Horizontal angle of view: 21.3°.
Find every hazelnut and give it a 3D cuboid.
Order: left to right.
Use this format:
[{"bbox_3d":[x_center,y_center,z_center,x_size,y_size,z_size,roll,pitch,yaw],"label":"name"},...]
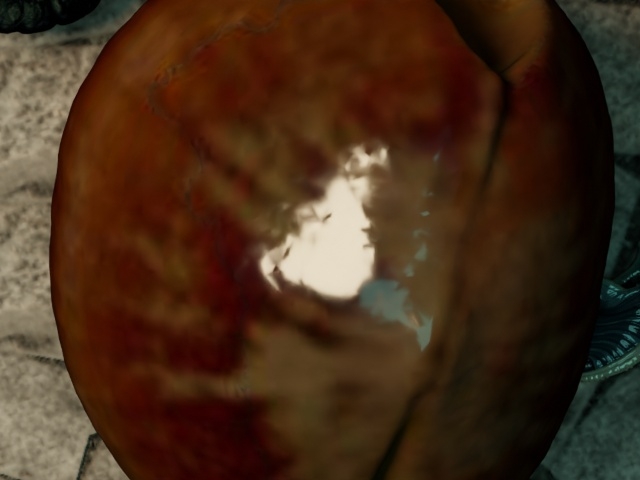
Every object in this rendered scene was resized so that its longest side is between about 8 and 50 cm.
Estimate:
[{"bbox_3d":[0.000,0.000,1.114,0.402,0.402,0.429,18,106,-4],"label":"hazelnut"}]

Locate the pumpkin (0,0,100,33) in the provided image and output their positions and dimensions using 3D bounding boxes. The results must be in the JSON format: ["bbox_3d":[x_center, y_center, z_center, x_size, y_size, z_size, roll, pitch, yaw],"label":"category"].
[{"bbox_3d":[-0.208,-0.233,1.158,0.194,0.150,0.194,-4,98,-27],"label":"pumpkin"}]

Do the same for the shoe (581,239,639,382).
[{"bbox_3d":[0.226,0.049,1.267,0.143,0.064,0.071,-44,100,4],"label":"shoe"}]
